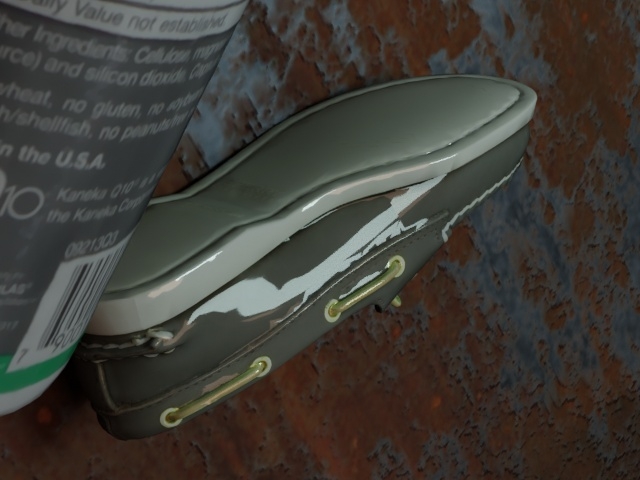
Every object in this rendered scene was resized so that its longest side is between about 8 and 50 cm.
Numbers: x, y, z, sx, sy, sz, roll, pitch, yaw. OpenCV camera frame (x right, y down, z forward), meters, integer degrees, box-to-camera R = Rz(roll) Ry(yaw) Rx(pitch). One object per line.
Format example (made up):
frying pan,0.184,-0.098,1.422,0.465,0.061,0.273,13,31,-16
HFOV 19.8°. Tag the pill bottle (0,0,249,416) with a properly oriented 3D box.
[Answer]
pill bottle,-0.112,-0.132,0.621,0.204,0.204,0.361,1,124,-48

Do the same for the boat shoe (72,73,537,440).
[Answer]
boat shoe,-0.003,-0.001,0.946,0.305,0.109,0.091,-29,122,-33
